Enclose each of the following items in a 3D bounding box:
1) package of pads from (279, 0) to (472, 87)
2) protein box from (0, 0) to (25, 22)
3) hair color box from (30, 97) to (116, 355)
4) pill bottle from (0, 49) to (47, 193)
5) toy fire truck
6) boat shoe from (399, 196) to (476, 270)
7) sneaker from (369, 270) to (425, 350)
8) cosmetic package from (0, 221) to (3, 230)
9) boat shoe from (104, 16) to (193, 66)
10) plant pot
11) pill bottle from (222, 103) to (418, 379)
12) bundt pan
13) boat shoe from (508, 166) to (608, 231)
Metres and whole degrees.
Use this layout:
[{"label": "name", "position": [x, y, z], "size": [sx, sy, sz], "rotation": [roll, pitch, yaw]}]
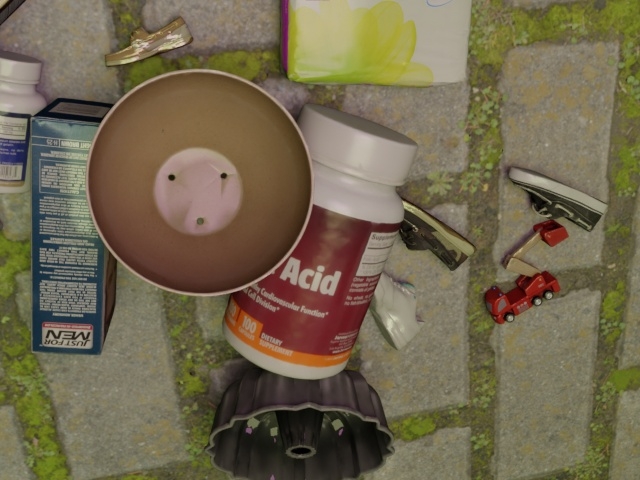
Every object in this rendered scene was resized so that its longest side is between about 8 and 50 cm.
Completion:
[{"label": "package of pads", "position": [0.085, -0.349, 1.031], "size": [0.296, 0.101, 0.229], "rotation": [-3, 111, -11]}, {"label": "protein box", "position": [-0.503, -0.337, 0.852], "size": [0.200, 0.136, 0.201], "rotation": [44, 78, -23]}, {"label": "hair color box", "position": [-0.361, -0.023, 1.012], "size": [0.105, 0.174, 0.347], "rotation": [5, 109, -11]}, {"label": "pill bottle", "position": [-0.454, -0.171, 0.970], "size": [0.112, 0.112, 0.187], "rotation": [10, 108, -16]}, {"label": "toy fire truck", "position": [0.390, 0.061, 1.289], "size": [0.192, 0.047, 0.135], "rotation": [-30, 114, 1]}, {"label": "boat shoe", "position": [0.179, -0.012, 1.195], "size": [0.223, 0.080, 0.073], "rotation": [29, 97, -26]}, {"label": "sneaker", "position": [0.130, 0.097, 1.238], "size": [0.094, 0.080, 0.212], "rotation": [-34, 121, -12]}, {"label": "cosmetic package", "position": [-0.620, -0.005, 1.023], "size": [0.239, 0.060, 0.099], "rotation": [-24, 112, -3]}, {"label": "boat shoe", "position": [-0.259, -0.294, 1.004], "size": [0.135, 0.050, 0.045], "rotation": [-24, 111, -14]}, {"label": "plant pot", "position": [-0.164, -0.072, 0.936], "size": [0.284, 0.191, 0.284], "rotation": [0, 90, -12]}, {"label": "pill bottle", "position": [0.000, 0.000, 1.079], "size": [0.224, 0.224, 0.392], "rotation": [14, 107, -18]}, {"label": "bundt pan", "position": [-0.036, 0.319, 1.202], "size": [0.330, 0.124, 0.331], "rotation": [-1, 139, -1]}, {"label": "boat shoe", "position": [0.426, -0.071, 1.230], "size": [0.219, 0.078, 0.070], "rotation": [20, 104, -21]}]
